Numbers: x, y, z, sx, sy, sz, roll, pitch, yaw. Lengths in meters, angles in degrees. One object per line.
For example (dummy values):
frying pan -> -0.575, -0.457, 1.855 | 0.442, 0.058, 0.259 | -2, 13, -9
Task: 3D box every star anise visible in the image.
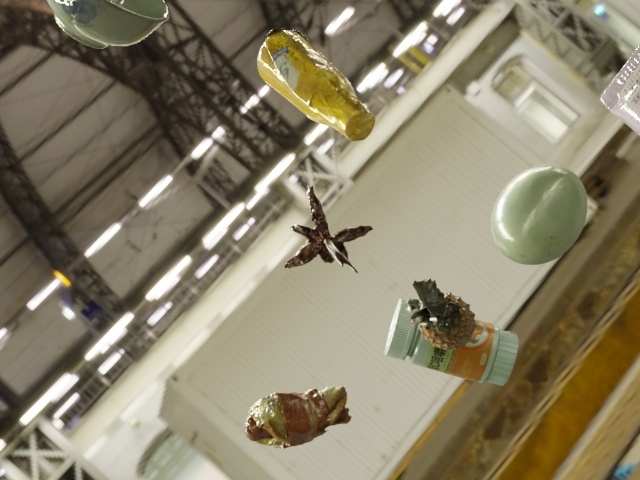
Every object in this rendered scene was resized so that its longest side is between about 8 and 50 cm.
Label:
star anise -> 0.010, 0.000, 1.644 | 0.144, 0.141, 0.158 | -101, 36, -88

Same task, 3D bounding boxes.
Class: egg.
egg -> 0.371, -0.045, 1.573 | 0.192, 0.149, 0.149 | -48, -5, -25

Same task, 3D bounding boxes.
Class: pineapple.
pineapple -> 0.247, 0.151, 1.952 | 0.128, 0.128, 0.248 | -49, -29, 0

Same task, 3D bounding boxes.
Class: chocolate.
chocolate -> -0.003, -0.384, 2.298 | 0.162, 0.445, 0.162 | -17, -52, -23

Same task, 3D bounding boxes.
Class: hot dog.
hot dog -> -0.042, 0.343, 1.768 | 0.213, 0.103, 0.146 | -6, -29, -18

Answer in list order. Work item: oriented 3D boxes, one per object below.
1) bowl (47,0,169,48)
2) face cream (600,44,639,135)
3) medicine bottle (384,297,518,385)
bowl -> -0.489, -0.514, 2.024 | 0.146, 0.289, 0.289 | -51, -5, 23
face cream -> 0.516, -0.161, 1.288 | 0.096, 0.273, 0.154 | -15, -32, -34
medicine bottle -> 0.337, 0.264, 2.387 | 0.158, 0.318, 0.158 | 15, -90, -90
